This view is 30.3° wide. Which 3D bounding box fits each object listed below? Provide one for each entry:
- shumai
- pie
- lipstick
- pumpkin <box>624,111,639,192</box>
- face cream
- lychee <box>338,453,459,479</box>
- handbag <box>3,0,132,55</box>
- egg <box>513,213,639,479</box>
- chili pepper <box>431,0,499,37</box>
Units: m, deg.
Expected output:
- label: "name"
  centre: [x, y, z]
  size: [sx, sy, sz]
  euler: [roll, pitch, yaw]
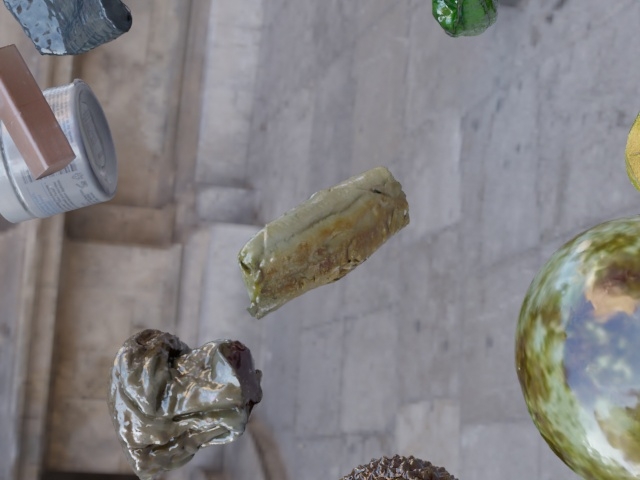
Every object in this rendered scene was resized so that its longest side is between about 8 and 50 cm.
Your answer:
- label: "shumai"
  centre: [-0.167, 0.229, 1.530]
  size: [0.185, 0.184, 0.218]
  euler: [16, 116, 32]
- label: "pie"
  centre: [0.000, 0.000, 1.608]
  size: [0.068, 0.282, 0.128]
  euler: [25, 138, 45]
- label: "lipstick"
  centre: [-0.330, -0.143, 1.319]
  size: [0.045, 0.045, 0.145]
  euler: [-30, 88, 48]
- label: "pumpkin"
  centre: [0.523, -0.111, 1.545]
  size: [0.217, 0.110, 0.217]
  euler: [-15, 61, 29]
- label: "face cream"
  centre: [-0.383, -0.125, 1.676]
  size: [0.177, 0.153, 0.177]
  euler: [-15, -90, -86]
- label: "lychee"
  centre: [0.131, 0.453, 1.785]
  size: [0.267, 0.268, 0.267]
  euler: [-175, 90, -75]
- label: "handbag"
  centre: [-0.283, -0.297, 1.161]
  size: [0.270, 0.089, 0.175]
  euler: [53, 158, -7]
- label: "egg"
  centre: [0.296, 0.115, 0.999]
  size: [0.289, 0.238, 0.238]
  euler: [57, 149, 22]
- label: "chili pepper"
  centre: [0.164, -0.293, 1.378]
  size: [0.074, 0.100, 0.257]
  euler: [-44, -13, -3]
